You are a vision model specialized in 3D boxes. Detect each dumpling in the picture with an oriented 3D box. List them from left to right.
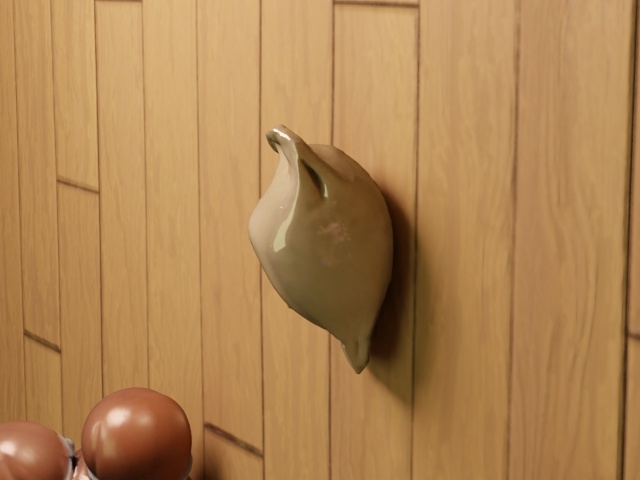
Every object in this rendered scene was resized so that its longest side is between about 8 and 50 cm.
[{"bbox_3d":[0.000,0.000,1.487,0.179,0.131,0.252,-145,32,-74],"label":"dumpling"}]

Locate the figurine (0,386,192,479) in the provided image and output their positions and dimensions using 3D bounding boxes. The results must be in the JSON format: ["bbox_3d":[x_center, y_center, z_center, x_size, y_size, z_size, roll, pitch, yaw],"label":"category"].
[{"bbox_3d":[-0.239,0.389,1.805,0.248,0.276,0.388,43,-147,-69],"label":"figurine"}]
